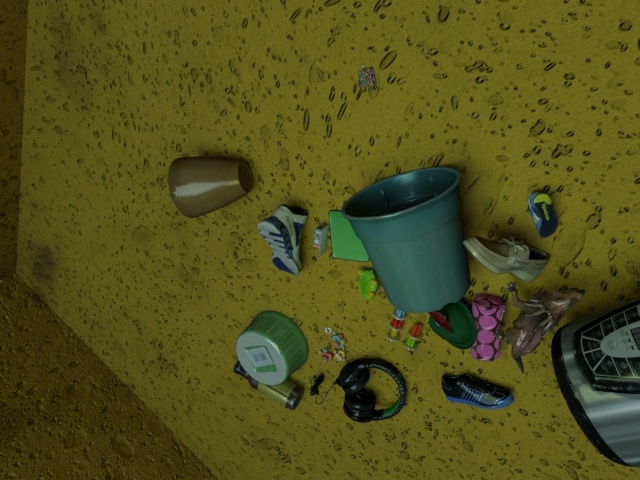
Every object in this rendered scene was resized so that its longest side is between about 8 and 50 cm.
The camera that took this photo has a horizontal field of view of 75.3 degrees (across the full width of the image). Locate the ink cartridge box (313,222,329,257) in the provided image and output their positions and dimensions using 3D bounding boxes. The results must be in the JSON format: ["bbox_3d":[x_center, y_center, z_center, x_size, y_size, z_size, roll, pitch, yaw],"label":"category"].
[{"bbox_3d":[0.000,0.000,1.508,0.029,0.063,0.115,19,119,22],"label":"ink cartridge box"}]

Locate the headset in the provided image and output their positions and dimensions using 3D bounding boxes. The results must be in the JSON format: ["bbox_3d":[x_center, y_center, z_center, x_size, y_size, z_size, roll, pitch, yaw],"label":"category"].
[{"bbox_3d":[0.145,0.584,1.658,0.394,0.185,0.243,-11,101,18],"label":"headset"}]

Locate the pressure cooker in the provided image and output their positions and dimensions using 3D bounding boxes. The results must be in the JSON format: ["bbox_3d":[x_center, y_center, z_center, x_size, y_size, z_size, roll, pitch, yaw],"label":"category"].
[{"bbox_3d":[0.825,0.298,0.960,0.420,0.375,0.370,-38,78,41],"label":"pressure cooker"}]

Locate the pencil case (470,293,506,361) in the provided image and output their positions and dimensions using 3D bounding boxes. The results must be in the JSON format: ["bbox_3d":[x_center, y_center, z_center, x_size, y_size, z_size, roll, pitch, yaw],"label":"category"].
[{"bbox_3d":[0.525,0.278,1.303,0.098,0.095,0.209,6,116,27],"label":"pencil case"}]

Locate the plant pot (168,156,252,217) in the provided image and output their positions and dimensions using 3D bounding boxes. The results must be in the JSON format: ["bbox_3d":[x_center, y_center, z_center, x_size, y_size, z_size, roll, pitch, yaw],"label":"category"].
[{"bbox_3d":[-0.396,-0.218,1.567,0.254,0.237,0.237,-7,107,18],"label":"plant pot"}]

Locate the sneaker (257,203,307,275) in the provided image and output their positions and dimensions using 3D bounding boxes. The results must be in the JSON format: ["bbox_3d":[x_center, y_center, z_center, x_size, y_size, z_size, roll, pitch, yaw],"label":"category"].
[{"bbox_3d":[-0.108,-0.019,1.530,0.127,0.182,0.315,19,148,25],"label":"sneaker"}]

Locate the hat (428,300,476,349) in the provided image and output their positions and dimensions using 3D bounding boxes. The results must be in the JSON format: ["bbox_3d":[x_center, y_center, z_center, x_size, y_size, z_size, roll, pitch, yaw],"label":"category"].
[{"bbox_3d":[0.362,0.276,1.307,0.173,0.183,0.209,-4,101,61],"label":"hat"}]

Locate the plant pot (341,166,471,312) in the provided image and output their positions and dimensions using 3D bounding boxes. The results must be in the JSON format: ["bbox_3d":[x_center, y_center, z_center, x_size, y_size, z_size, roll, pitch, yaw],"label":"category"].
[{"bbox_3d":[0.272,0.005,1.209,0.341,0.341,0.334,-7,115,33],"label":"plant pot"}]

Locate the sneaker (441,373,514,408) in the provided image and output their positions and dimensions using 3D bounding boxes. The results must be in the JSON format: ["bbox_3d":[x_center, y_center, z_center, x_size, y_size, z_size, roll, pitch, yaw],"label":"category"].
[{"bbox_3d":[0.524,0.504,1.406,0.232,0.081,0.090,-9,113,34],"label":"sneaker"}]

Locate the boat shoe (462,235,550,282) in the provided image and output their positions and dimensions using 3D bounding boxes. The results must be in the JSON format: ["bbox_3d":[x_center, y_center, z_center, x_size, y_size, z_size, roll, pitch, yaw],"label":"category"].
[{"bbox_3d":[0.507,0.032,1.120,0.098,0.302,0.109,-54,34,28],"label":"boat shoe"}]

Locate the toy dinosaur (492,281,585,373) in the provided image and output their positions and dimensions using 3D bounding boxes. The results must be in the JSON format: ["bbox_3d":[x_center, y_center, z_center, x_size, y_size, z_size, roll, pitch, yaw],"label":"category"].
[{"bbox_3d":[0.571,0.237,1.127,0.127,0.200,0.296,16,100,5],"label":"toy dinosaur"}]

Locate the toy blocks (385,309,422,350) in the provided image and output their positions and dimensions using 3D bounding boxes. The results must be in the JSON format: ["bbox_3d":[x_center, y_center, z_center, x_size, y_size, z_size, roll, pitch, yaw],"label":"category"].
[{"bbox_3d":[0.305,0.301,1.465,0.123,0.054,0.148,22,120,22],"label":"toy blocks"}]

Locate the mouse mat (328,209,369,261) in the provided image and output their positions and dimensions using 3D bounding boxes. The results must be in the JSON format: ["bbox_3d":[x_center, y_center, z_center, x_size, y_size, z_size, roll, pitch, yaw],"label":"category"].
[{"bbox_3d":[0.102,-0.015,1.477,0.152,0.007,0.190,6,115,28],"label":"mouse mat"}]

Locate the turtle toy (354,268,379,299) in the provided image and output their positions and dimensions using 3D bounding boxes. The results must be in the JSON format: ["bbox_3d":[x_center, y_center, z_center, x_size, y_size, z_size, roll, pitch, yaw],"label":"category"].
[{"bbox_3d":[0.172,0.158,1.472,0.095,0.066,0.130,39,131,39],"label":"turtle toy"}]

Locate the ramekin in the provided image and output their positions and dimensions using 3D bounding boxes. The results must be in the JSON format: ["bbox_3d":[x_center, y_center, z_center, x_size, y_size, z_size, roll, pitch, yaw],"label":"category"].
[{"bbox_3d":[-0.218,0.472,1.788,0.303,0.148,0.303,12,116,26],"label":"ramekin"}]

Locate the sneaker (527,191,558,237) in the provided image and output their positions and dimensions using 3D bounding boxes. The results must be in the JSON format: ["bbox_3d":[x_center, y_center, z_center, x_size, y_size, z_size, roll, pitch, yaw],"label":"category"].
[{"bbox_3d":[0.603,-0.073,1.132,0.053,0.059,0.144,-23,116,5],"label":"sneaker"}]

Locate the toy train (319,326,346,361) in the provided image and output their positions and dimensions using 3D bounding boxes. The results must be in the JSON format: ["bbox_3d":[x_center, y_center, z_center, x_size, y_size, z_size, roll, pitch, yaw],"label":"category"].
[{"bbox_3d":[0.045,0.439,1.682,0.125,0.046,0.166,17,118,23],"label":"toy train"}]

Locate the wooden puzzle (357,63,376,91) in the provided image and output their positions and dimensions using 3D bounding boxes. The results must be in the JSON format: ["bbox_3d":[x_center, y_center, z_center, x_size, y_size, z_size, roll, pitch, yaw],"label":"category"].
[{"bbox_3d":[0.140,-0.489,1.249,0.049,0.006,0.083,-5,108,32],"label":"wooden puzzle"}]

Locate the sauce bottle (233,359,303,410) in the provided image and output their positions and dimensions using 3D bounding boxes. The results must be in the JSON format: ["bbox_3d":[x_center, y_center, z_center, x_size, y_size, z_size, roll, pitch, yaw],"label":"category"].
[{"bbox_3d":[-0.245,0.650,1.907,0.344,0.111,0.111,23,121,22],"label":"sauce bottle"}]
